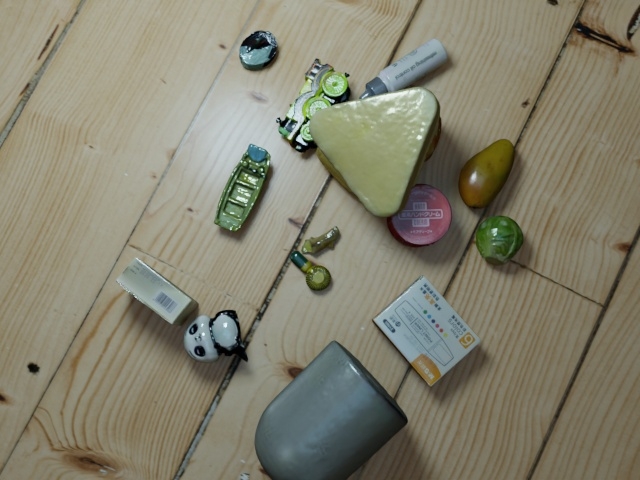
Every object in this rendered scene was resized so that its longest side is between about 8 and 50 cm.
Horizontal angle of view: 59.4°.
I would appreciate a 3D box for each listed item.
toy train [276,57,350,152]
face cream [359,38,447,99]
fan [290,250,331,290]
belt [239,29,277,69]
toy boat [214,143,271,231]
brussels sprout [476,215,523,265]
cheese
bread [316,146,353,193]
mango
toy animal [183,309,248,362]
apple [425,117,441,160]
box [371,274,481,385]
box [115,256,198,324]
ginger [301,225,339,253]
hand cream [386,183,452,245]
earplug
[{"bbox_3d":[-0.024,-0.426,1.789,0.160,0.100,0.296,31,86,9],"label":"toy train"},{"bbox_3d":[0.258,-0.534,1.809,0.311,0.092,0.092,-32,86,-3],"label":"face cream"},{"bbox_3d":[-0.034,0.094,1.767,0.155,0.039,0.082,42,85,3],"label":"fan"},{"bbox_3d":[-0.202,-0.616,1.823,0.140,0.058,0.105,-39,92,-8],"label":"belt"},{"bbox_3d":[-0.242,-0.162,1.769,0.111,0.084,0.276,23,88,-2],"label":"toy boat"},{"bbox_3d":[0.557,-0.003,1.751,0.155,0.117,0.155,2,76,-7],"label":"brussels sprout"},{"bbox_3d":[0.194,-0.298,1.617,0.383,0.104,0.384,2,97,19],"label":"cheese"},{"bbox_3d":[0.092,-0.250,1.772,0.147,0.098,0.217,-39,85,2],"label":"bread"},{"bbox_3d":[0.524,-0.218,1.772,0.138,0.113,0.253,34,83,2],"label":"mango"},{"bbox_3d":[-0.321,0.303,1.690,0.179,0.138,0.166,-12,69,-7],"label":"toy animal"},{"bbox_3d":[0.280,-0.333,1.742,0.195,0.196,0.196,0,84,-1],"label":"apple"},{"bbox_3d":[0.325,0.276,1.731,0.221,0.091,0.274,-43,86,-4],"label":"box"},{"bbox_3d":[-0.485,0.156,1.685,0.212,0.168,0.095,37,81,3],"label":"box"},{"bbox_3d":[0.002,0.005,1.776,0.137,0.044,0.057,-26,68,-5],"label":"ginger"},{"bbox_3d":[0.304,-0.074,1.748,0.193,0.125,0.193,0,84,-2],"label":"hand cream"},{"bbox_3d":[0.009,0.527,1.592,0.394,0.312,0.312,-44,87,-4],"label":"earplug"}]
